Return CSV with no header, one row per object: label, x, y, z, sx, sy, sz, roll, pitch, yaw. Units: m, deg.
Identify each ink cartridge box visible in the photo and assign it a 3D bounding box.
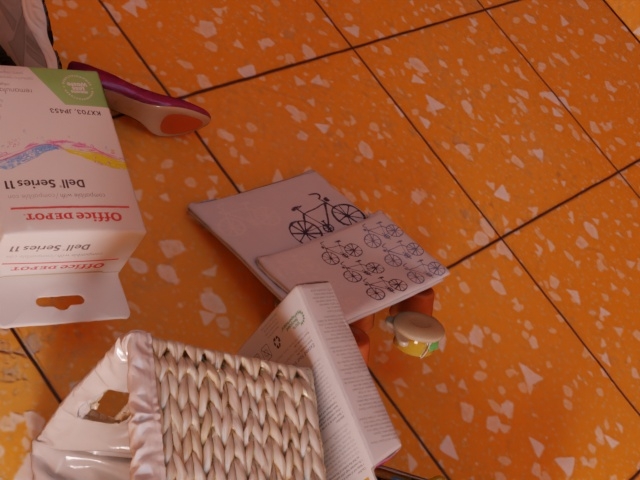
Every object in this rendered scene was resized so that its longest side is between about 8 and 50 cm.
ink cartridge box,-0.025,0.274,1.446,0.071,0.324,0.330,-5,61,-37
ink cartridge box,-0.371,-0.066,1.496,0.207,0.119,0.353,-3,60,-35

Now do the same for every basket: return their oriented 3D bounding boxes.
basket,-0.169,0.334,1.301,0.266,0.328,0.331,13,50,-30

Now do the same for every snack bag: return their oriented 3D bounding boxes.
snack bag,0.000,0.000,1.815,0.323,0.037,0.342,-20,52,-43

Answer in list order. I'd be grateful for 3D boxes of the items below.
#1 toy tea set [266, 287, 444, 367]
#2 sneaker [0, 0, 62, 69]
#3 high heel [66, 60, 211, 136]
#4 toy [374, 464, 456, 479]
toy tea set,0.078,0.166,1.785,0.336,0.124,0.200,-5,31,-34
sneaker,-0.468,-0.282,1.749,0.108,0.100,0.271,-15,68,-15
high heel,-0.305,-0.243,1.838,0.244,0.082,0.117,0,55,-26
toy,0.099,0.361,1.628,0.237,0.137,0.056,16,79,-22
